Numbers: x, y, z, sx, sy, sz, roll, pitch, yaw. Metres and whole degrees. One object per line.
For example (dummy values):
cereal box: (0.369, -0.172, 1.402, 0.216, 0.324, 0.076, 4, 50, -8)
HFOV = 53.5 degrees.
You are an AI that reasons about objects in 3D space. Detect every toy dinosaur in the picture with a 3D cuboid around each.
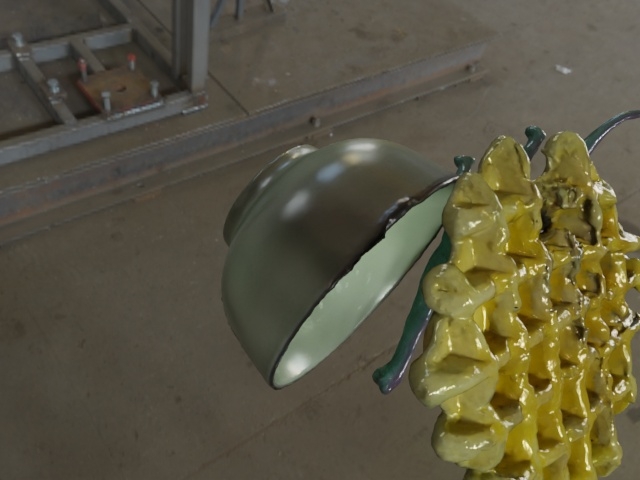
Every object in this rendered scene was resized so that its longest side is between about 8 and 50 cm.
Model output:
toy dinosaur: (0.225, 0.031, 0.820, 0.129, 0.383, 0.330, 32, 59, -21)

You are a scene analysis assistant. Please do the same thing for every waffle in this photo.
waffle: (0.148, 0.061, 0.423, 0.056, 0.261, 0.250, 3, 56, 45)

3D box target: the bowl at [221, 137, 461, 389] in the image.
bowl: (0.000, 0.000, 0.814, 0.185, 0.353, 0.354, 42, 53, 15)
